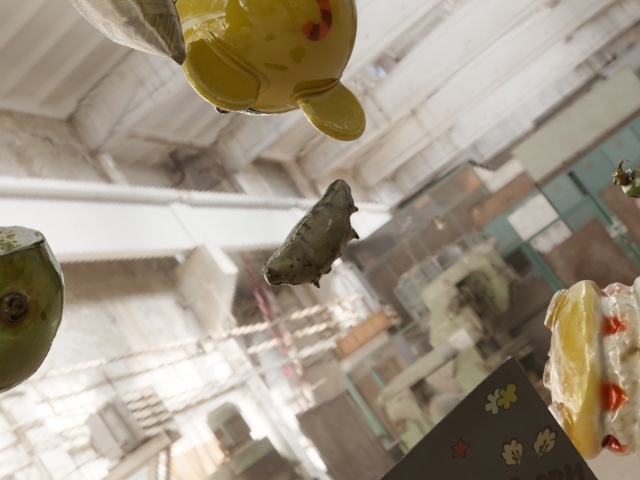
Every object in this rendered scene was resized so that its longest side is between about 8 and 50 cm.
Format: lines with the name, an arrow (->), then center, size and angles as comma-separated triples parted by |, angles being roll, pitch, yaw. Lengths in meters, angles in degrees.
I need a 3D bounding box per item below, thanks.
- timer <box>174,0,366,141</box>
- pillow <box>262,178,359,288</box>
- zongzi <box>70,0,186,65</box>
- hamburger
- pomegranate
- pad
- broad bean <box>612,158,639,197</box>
timer -> -0.099, -0.353, 1.799 | 0.376, 0.386, 0.376 | -9, -27, -5
pillow -> 0.000, 0.001, 1.583 | 0.241, 0.093, 0.051 | -51, 4, -36
zongzi -> -0.288, -0.365, 1.315 | 0.134, 0.288, 0.286 | -38, -51, 1
hamburger -> 0.411, 0.187, 1.439 | 0.186, 0.260, 0.303 | -3, -14, 17
pomegranate -> -0.375, 0.080, 1.007 | 0.241, 0.159, 0.190 | -4, 14, -3
pad -> 0.101, 0.225, 0.787 | 0.245, 0.170, 0.006 | -41, 24, -11
broad bean -> 0.412, -0.072, 1.098 | 0.227, 0.039, 0.069 | -7, -22, -16
